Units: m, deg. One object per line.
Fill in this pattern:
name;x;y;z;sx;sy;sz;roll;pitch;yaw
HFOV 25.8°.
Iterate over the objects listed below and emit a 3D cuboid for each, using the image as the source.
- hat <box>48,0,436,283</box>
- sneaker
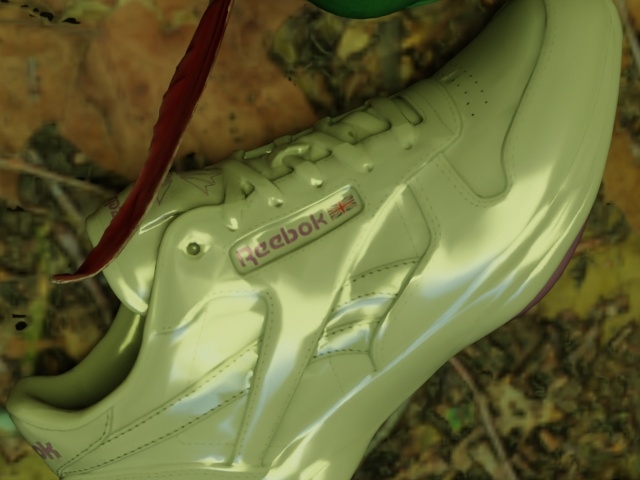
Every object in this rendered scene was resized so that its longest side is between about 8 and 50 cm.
hat;0.012;-0.110;0.481;0.173;0.183;0.208;8;127;0
sneaker;0.000;0.000;0.566;0.152;0.114;0.305;39;92;-20
